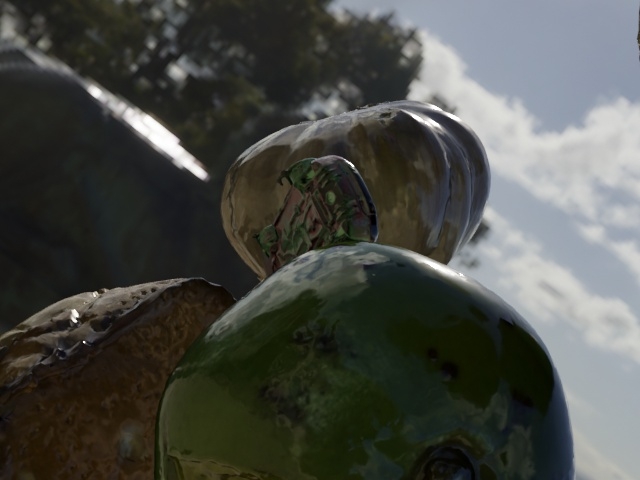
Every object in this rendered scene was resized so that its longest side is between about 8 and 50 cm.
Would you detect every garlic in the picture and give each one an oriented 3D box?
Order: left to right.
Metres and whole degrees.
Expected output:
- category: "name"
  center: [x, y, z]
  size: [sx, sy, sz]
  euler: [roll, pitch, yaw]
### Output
- category: "garlic"
  center: [0.028, -0.029, 1.232]
  size: [0.228, 0.227, 0.152]
  euler: [-151, -138, -83]

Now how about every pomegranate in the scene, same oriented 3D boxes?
- category: "pomegranate"
  center: [0.005, 0.126, 0.877]
  size: [0.236, 0.236, 0.302]
  euler: [38, -27, -17]

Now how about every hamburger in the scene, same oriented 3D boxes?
- category: "hamburger"
  center: [-0.151, 0.183, 1.162]
  size: [0.174, 0.304, 0.284]
  euler: [-3, -71, 39]

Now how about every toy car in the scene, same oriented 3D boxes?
- category: "toy car"
  center: [0.000, 0.000, 0.991]
  size: [0.069, 0.055, 0.142]
  euler: [63, -28, 20]

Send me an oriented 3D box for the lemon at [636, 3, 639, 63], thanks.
- category: "lemon"
  center: [0.266, -0.094, 0.692]
  size: [0.267, 0.267, 0.267]
  euler: [38, -1, 1]
